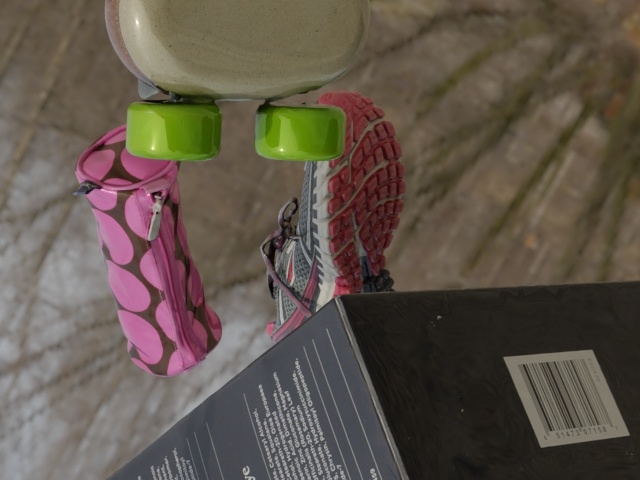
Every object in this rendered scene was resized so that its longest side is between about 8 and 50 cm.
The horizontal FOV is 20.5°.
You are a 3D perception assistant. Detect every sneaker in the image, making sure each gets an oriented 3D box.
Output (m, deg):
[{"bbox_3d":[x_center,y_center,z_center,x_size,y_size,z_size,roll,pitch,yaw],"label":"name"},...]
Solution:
[{"bbox_3d":[0.000,0.000,1.622,0.112,0.299,0.121,23,-144,28],"label":"sneaker"}]

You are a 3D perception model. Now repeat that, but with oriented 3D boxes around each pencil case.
[{"bbox_3d":[-0.133,0.014,1.409,0.098,0.095,0.209,32,147,41],"label":"pencil case"}]

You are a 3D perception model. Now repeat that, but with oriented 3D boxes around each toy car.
[{"bbox_3d":[-0.073,-0.131,1.013,0.149,0.155,0.188,-1,-172,-28],"label":"toy car"}]

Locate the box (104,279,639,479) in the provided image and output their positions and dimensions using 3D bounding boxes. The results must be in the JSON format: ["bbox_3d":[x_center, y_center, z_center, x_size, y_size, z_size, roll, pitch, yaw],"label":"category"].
[{"bbox_3d":[0.073,0.179,1.293,0.343,0.312,0.179,-1,-119,-42],"label":"box"}]
